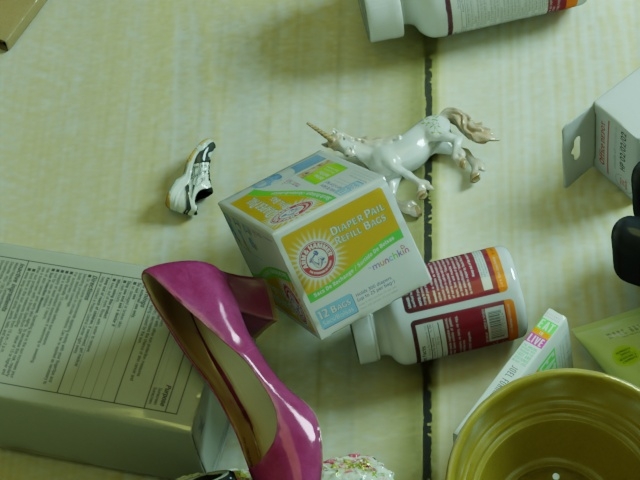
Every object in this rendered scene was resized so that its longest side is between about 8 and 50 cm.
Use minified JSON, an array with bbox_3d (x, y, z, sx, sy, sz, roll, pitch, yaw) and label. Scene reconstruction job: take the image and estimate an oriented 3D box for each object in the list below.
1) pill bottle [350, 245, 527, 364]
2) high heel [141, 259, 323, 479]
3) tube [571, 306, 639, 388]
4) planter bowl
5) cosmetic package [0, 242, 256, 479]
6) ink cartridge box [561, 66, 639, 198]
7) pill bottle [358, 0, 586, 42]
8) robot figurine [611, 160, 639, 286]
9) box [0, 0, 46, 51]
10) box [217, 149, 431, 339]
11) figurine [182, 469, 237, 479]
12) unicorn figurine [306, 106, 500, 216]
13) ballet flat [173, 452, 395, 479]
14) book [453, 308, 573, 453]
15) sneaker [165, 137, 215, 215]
[{"bbox_3d":[0.101,0.061,1.716,0.152,0.086,0.086,-13,56,-1],"label":"pill bottle"},{"bbox_3d":[-0.074,0.124,1.573,0.117,0.082,0.244,8,58,-35],"label":"high heel"},{"bbox_3d":[0.310,0.148,1.649,0.062,0.070,0.240,-46,50,19],"label":"tube"},{"bbox_3d":[0.202,0.221,1.583,0.217,0.090,0.217,2,68,-6],"label":"planter bowl"},{"bbox_3d":[-0.229,0.102,1.717,0.310,0.113,0.160,10,58,13],"label":"cosmetic package"},{"bbox_3d":[0.309,-0.110,1.789,0.181,0.104,0.061,-37,59,-15],"label":"ink cartridge box"},{"bbox_3d":[0.146,-0.267,1.904,0.221,0.121,0.121,-13,56,-1],"label":"pill bottle"},{"bbox_3d":[0.392,0.015,1.653,0.278,0.209,0.173,17,20,17],"label":"robot figurine"},{"bbox_3d":[-0.343,-0.301,2.051,0.164,0.021,0.201,22,62,20],"label":"box"},{"bbox_3d":[0.000,0.000,1.694,0.114,0.103,0.203,-28,15,-11],"label":"box"},{"bbox_3d":[-0.144,0.314,1.554,0.215,0.092,0.209,-16,90,1],"label":"figurine"},{"bbox_3d":[0.080,-0.080,1.835,0.162,0.060,0.111,-21,55,-26],"label":"unicorn figurine"},{"bbox_3d":[-0.048,0.226,1.644,0.241,0.091,0.077,-3,26,1],"label":"ballet flat"},{"bbox_3d":[0.163,0.136,1.652,0.035,0.096,0.144,29,66,24],"label":"book"},{"bbox_3d":[-0.116,-0.059,1.861,0.037,0.032,0.083,25,67,6],"label":"sneaker"}]
